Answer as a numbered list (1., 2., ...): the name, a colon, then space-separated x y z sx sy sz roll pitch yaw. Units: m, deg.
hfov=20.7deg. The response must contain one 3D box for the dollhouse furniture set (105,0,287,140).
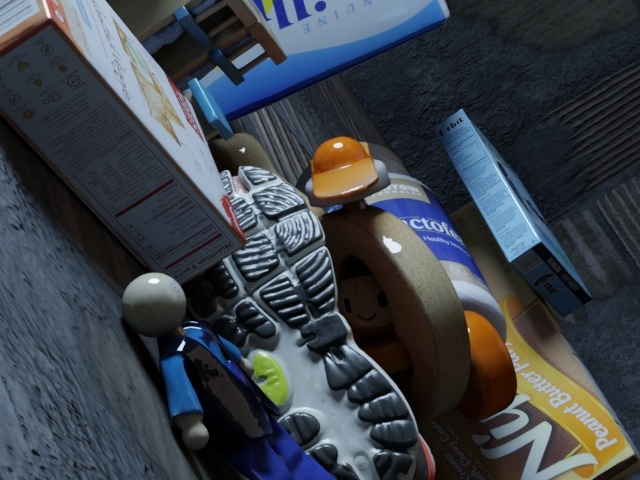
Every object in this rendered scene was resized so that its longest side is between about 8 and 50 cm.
1. dollhouse furniture set: -0.087 -0.109 1.324 0.184 0.129 0.129 61 7 30

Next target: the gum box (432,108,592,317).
1. gum box: 0.196 -0.027 1.796 0.157 0.041 0.184 40 20 -54

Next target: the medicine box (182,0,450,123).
1. medicine box: -0.052 -0.292 1.679 0.149 0.263 0.289 -84 150 -78

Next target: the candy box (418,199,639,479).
1. candy box: 0.169 0.140 1.794 0.316 0.183 0.087 60 9 22

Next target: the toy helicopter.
1. toy helicopter: 0.000 0.000 1.353 0.355 0.140 0.235 41 -32 47

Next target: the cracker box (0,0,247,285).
1. cracker box: -0.145 -0.094 1.111 0.232 0.067 0.156 52 10 -45

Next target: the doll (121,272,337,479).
1. doll: -0.050 0.097 1.019 0.189 0.046 0.129 50 17 -10

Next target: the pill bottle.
1. pill bottle: 0.066 0.028 1.702 0.153 0.153 0.265 52 8 -41

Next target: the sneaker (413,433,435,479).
1. sneaker: 0.044 0.140 1.452 0.158 0.061 0.065 59 13 14

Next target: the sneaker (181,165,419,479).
1. sneaker: -0.023 0.079 1.200 0.118 0.107 0.279 85 -18 -63
